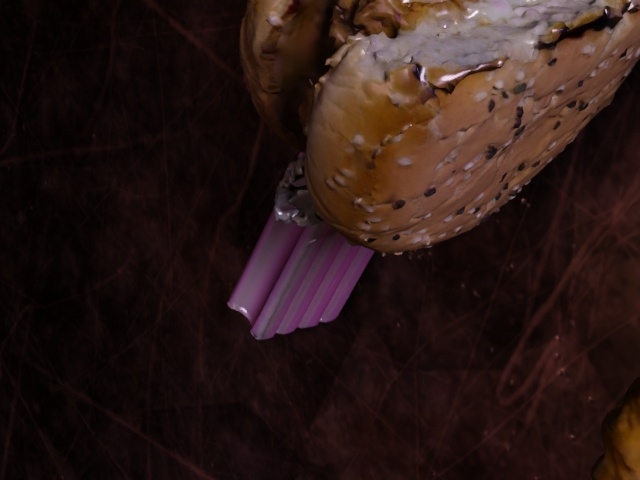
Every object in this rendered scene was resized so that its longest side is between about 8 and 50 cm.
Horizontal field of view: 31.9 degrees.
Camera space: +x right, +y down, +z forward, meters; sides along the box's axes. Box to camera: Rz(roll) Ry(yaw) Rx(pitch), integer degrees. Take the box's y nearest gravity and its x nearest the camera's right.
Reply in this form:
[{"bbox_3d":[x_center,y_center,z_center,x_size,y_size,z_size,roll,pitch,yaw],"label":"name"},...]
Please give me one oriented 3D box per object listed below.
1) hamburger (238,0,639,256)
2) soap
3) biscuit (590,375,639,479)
[{"bbox_3d":[0.093,-0.130,0.858,0.195,0.318,0.277,51,151,21],"label":"hamburger"},{"bbox_3d":[0.000,0.000,1.100,0.065,0.122,0.203,47,127,27],"label":"soap"},{"bbox_3d":[0.334,0.220,0.821,0.329,0.078,0.335,33,139,44],"label":"biscuit"}]
